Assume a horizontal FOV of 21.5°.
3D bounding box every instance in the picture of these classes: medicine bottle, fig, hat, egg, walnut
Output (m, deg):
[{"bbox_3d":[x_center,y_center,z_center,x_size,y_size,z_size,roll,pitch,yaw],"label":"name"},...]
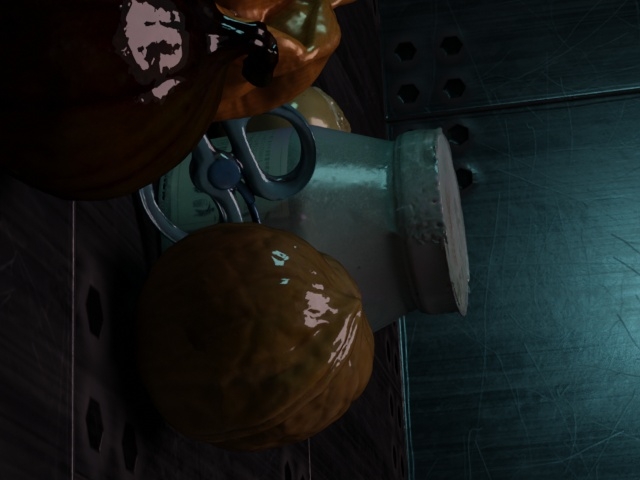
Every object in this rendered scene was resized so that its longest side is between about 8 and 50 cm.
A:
[{"bbox_3d":[0.000,0.000,1.760,0.245,0.290,0.245,-6,90,-80],"label":"medicine bottle"},{"bbox_3d":[-0.163,-0.144,1.200,0.235,0.214,0.235,23,61,-50],"label":"fig"},{"bbox_3d":[-0.065,-0.204,1.445,0.233,0.233,0.244,-33,-107,62],"label":"hat"},{"bbox_3d":[-0.042,-0.096,1.943,0.201,0.164,0.164,94,-1,-51],"label":"egg"},{"bbox_3d":[-0.060,0.088,1.552,0.228,0.228,0.228,-6,90,-80],"label":"walnut"}]

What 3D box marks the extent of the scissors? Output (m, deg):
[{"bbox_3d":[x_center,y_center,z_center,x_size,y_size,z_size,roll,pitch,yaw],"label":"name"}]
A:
[{"bbox_3d":[-0.136,-0.169,1.581,0.393,0.180,0.032,65,-4,-19],"label":"scissors"}]
